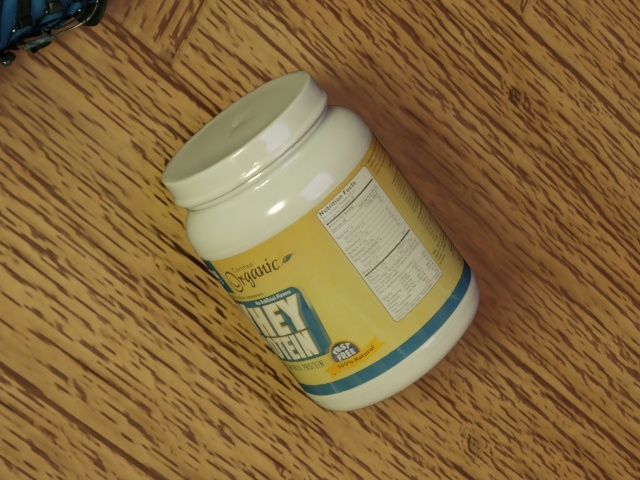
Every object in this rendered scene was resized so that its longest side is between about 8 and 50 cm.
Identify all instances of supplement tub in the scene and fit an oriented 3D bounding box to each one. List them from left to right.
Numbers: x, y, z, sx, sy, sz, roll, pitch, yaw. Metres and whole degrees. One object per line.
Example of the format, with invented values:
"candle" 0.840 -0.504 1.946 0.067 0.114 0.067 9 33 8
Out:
"supplement tub" 0.000 0.000 1.237 0.200 0.144 0.144 53 55 -17

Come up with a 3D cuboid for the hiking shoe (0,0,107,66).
"hiking shoe" -0.191 -0.159 1.136 0.132 0.113 0.304 35 62 -27
